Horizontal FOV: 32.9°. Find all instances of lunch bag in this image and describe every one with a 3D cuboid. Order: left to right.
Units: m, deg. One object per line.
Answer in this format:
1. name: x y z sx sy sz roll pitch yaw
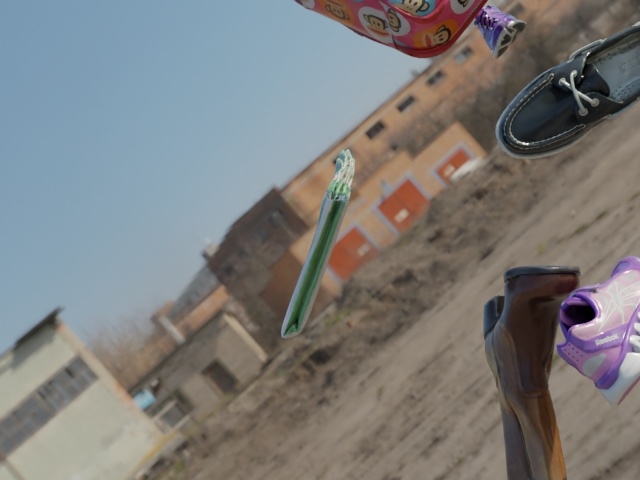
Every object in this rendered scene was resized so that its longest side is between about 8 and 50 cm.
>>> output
1. lunch bag: 0.107 -0.403 1.468 0.258 0.293 0.120 -52 -29 -13

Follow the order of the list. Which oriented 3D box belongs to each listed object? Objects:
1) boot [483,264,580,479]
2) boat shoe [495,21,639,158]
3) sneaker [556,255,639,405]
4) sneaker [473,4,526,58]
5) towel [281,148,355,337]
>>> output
1. boot: 0.267 0.185 1.349 0.096 0.280 0.264 3 -21 -15
2. boat shoe: 0.374 -0.216 1.470 0.302 0.114 0.091 -35 -8 1
3. sneaker: 0.334 0.083 1.266 0.236 0.104 0.095 -56 -8 -51
4. sneaker: 0.262 -0.322 1.645 0.068 0.071 0.170 -50 7 10
5. towel: 0.000 0.000 1.723 0.325 0.038 0.248 -77 5 -73
